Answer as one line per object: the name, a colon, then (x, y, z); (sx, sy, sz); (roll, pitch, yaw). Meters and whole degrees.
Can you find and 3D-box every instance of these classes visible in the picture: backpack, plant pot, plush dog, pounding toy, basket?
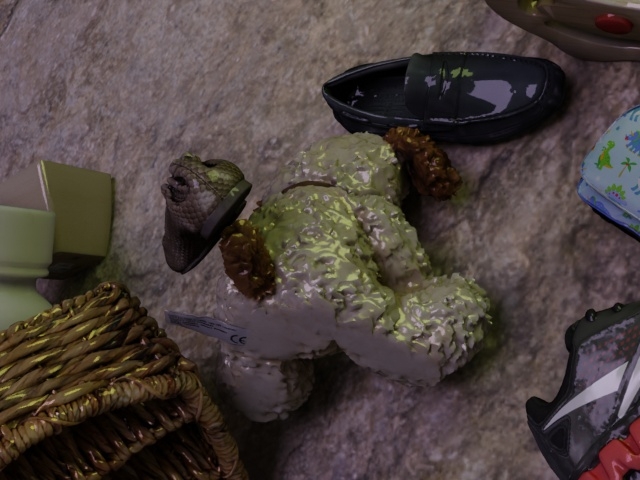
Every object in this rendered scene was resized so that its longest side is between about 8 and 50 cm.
backpack: (0.255, -0.054, 0.815); (0.114, 0.084, 0.105); (-53, 52, 6)
plant pot: (-0.291, -0.015, 1.223); (0.109, 0.109, 0.096); (-26, 71, 28)
plush dog: (0.000, 0.000, 0.948); (0.262, 0.211, 0.225); (-19, 36, 30)
pounding toy: (0.225, -0.234, 0.861); (0.269, 0.154, 0.155); (10, 80, 40)
basket: (-0.215, 0.204, 0.890); (0.299, 0.213, 0.223); (-32, 72, -21)

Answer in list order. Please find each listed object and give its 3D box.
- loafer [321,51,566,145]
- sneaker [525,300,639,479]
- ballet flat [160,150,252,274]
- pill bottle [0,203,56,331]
loafer: (0.100, -0.125, 0.967); (0.223, 0.078, 0.076); (-1, 73, 38)
sneaker: (0.245, 0.071, 0.764); (0.276, 0.097, 0.135); (-50, 52, 14)
ballet flat: (-0.101, -0.024, 0.906); (0.058, 0.250, 0.084); (38, 79, -2)
pill bottle: (-0.377, 0.154, 1.093); (0.224, 0.224, 0.392); (8, 90, 40)
